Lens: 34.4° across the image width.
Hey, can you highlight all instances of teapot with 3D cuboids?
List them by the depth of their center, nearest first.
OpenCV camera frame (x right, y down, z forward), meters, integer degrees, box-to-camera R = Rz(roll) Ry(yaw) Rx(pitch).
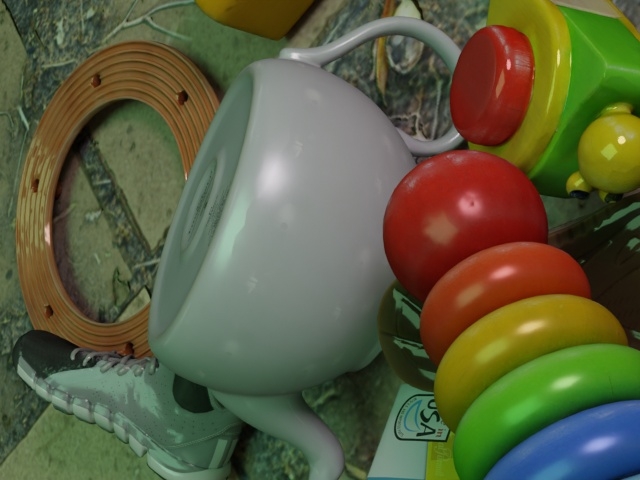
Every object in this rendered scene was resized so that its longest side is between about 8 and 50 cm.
[{"bbox_3d":[0.000,0.000,0.738,0.253,0.187,0.256,-86,22,-43],"label":"teapot"}]

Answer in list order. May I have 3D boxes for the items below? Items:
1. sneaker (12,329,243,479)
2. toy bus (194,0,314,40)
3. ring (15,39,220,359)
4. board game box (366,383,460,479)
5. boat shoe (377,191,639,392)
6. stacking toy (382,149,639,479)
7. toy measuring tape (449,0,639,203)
[{"bbox_3d":[-0.154,0.105,0.894,0.228,0.086,0.132,29,107,14],"label":"sneaker"},{"bbox_3d":[0.013,-0.325,0.807,0.333,0.108,0.130,-45,58,28],"label":"toy bus"},{"bbox_3d":[-0.194,-0.028,1.009,0.336,0.032,0.337,-7,80,42],"label":"ring"},{"bbox_3d":[0.155,0.202,0.555,0.336,0.079,0.254,-8,47,41],"label":"board game box"},{"bbox_3d":[0.186,0.029,0.611,0.302,0.098,0.109,-14,85,27],"label":"boat shoe"},{"bbox_3d":[0.105,0.082,0.479,0.141,0.141,0.330,-47,44,27],"label":"stacking toy"},{"bbox_3d":[0.125,-0.119,0.656,0.121,0.121,0.330,-52,30,24],"label":"toy measuring tape"}]
